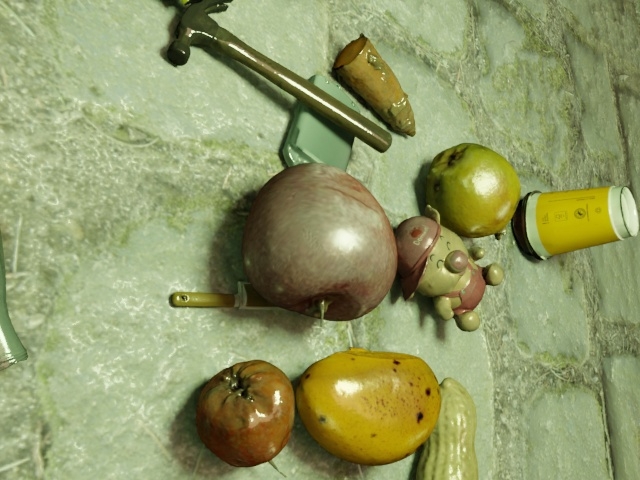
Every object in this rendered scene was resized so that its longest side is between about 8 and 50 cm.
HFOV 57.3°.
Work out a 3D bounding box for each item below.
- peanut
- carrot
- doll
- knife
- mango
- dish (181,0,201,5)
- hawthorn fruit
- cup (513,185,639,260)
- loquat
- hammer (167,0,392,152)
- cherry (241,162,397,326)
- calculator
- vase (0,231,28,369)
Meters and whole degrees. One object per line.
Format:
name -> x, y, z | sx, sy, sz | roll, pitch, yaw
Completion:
peanut -> 0.250, 0.399, 1.142 | 0.124, 0.124, 0.256 | 34, 53, -32
carrot -> 0.134, -0.313, 1.262 | 0.263, 0.102, 0.101 | 44, 52, -32
doll -> 0.251, 0.061, 1.211 | 0.256, 0.152, 0.196 | 40, 41, -22
knife -> -0.121, 0.088, 0.946 | 0.256, 0.022, 0.046 | 7, 67, -41
mango -> 0.079, 0.278, 0.988 | 0.290, 0.160, 0.190 | 15, 77, -35
dish -> -0.242, -0.525, 0.927 | 0.221, 0.108, 0.262 | 15, 62, -33
hawthorn fruit -> -0.111, 0.262, 0.847 | 0.149, 0.149, 0.189 | -19, 131, -44
cup -> 0.669, -0.054, 1.545 | 0.196, 0.280, 0.196 | 12, 73, -46
loquat -> 0.351, -0.097, 1.317 | 0.246, 0.213, 0.213 | 49, 50, -22
hammer -> -0.051, -0.277, 1.054 | 0.440, 0.044, 0.168 | 28, 60, -23
cherry -> 0.000, 0.000, 0.950 | 0.261, 0.221, 0.307 | 21, 43, -35
calculator -> 0.007, -0.210, 1.133 | 0.141, 0.045, 0.246 | 33, 58, -32
vase -> -0.395, 0.044, 0.670 | 0.086, 0.086, 0.214 | -19, 96, -44
